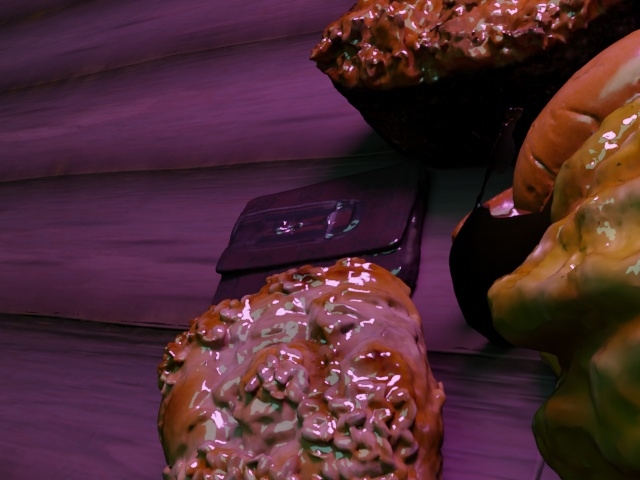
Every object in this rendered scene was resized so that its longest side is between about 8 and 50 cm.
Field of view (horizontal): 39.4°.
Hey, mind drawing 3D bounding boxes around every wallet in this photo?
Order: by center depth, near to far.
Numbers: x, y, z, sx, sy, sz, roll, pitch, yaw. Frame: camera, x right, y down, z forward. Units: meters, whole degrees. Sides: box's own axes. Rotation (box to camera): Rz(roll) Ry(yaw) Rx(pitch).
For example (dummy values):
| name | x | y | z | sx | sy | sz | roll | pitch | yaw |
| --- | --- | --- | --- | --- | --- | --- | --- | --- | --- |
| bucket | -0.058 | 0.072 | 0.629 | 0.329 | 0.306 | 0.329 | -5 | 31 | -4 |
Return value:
| name | x | y | z | sx | sy | sz | roll | pitch | yaw |
| --- | --- | --- | --- | --- | --- | --- | --- | --- | --- |
| wallet | 0.000 | 0.000 | 0.931 | 0.229 | 0.049 | 0.182 | -12 | 43 | 28 |

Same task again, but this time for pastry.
| name | x | y | z | sx | sy | sz | roll | pitch | yaw |
| --- | --- | --- | --- | --- | --- | --- | --- | --- | --- |
| pastry | -0.024 | 0.142 | 0.722 | 0.255 | 0.162 | 0.311 | -32 | 38 | 12 |

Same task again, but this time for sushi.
| name | x | y | z | sx | sy | sz | roll | pitch | yaw |
| --- | --- | --- | --- | --- | --- | --- | --- | --- | --- |
| sushi | 0.169 | -0.207 | 0.877 | 0.348 | 0.207 | 0.234 | -3 | 57 | 40 |

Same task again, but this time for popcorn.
| name | x | y | z | sx | sy | sz | roll | pitch | yaw |
| --- | --- | --- | --- | --- | --- | --- | --- | --- | --- |
| popcorn | 0.242 | 0.026 | 0.532 | 0.321 | 0.290 | 0.326 | -1 | 71 | 35 |

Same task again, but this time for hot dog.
| name | x | y | z | sx | sy | sz | roll | pitch | yaw |
| --- | --- | --- | --- | --- | --- | --- | --- | --- | --- |
| hot dog | 0.228 | -0.074 | 0.715 | 0.326 | 0.194 | 0.107 | -29 | 27 | 14 |
